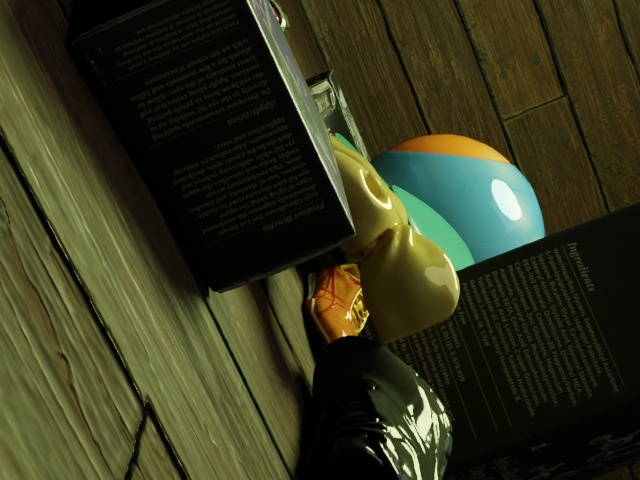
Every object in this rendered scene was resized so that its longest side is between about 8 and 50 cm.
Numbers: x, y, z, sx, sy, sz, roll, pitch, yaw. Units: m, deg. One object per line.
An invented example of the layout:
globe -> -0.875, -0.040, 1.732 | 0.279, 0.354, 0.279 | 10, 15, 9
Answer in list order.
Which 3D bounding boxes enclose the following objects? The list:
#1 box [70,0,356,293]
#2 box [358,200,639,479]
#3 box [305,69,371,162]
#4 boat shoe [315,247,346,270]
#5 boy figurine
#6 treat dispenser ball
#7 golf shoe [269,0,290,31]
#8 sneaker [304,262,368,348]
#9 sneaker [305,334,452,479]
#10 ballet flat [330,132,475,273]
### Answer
box -> -0.069, -0.097, 0.743 | 0.153, 0.108, 0.207 | -103, 169, -55
box -> 0.255, 0.156, 1.273 | 0.293, 0.395, 0.212 | 55, 15, -62
box -> 0.043, -0.122, 1.828 | 0.242, 0.076, 0.307 | -79, 147, -78
boat shoe -> 0.001, -0.001, 1.292 | 0.153, 0.048, 0.056 | 56, 41, -36
boy figurine -> 0.017, -0.034, 0.980 | 0.285, 0.092, 0.177 | 54, 2, 16
treat dispenser ball -> 0.166, -0.003, 1.539 | 0.288, 0.288, 0.288 | -22, 90, -83
golf shoe -> -0.107, -0.234, 0.886 | 0.120, 0.105, 0.273 | -5, 70, -63
sneaker -> 0.022, 0.067, 1.121 | 0.175, 0.067, 0.064 | -95, 163, -63
sneaker -> 0.041, 0.165, 0.843 | 0.130, 0.109, 0.286 | 50, 12, -37
ballet flat -> 0.054, -0.013, 1.227 | 0.348, 0.123, 0.123 | 33, 33, -52
